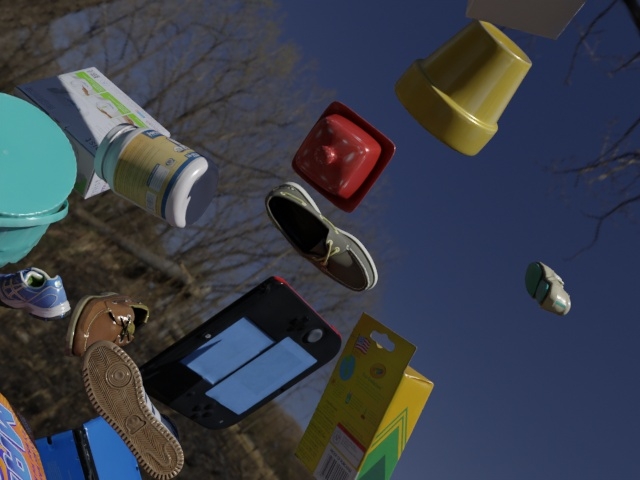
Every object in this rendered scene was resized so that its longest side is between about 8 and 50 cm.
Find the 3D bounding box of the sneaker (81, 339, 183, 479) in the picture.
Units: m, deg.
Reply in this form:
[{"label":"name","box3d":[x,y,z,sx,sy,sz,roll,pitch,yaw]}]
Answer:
[{"label":"sneaker","box3d":[-0.355,0.317,1.399,0.282,0.099,0.153,58,-13,1]}]

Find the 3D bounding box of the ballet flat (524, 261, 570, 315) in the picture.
[{"label":"ballet flat","box3d":[0.547,0.117,1.769,0.086,0.086,0.248,59,14,-10]}]

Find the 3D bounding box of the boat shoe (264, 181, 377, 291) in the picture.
[{"label":"boat shoe","box3d":[-0.003,0.003,1.595,0.305,0.109,0.091,46,23,2]}]

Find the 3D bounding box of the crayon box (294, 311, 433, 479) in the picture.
[{"label":"crayon box","box3d":[0.087,0.318,1.394,0.081,0.318,0.202,23,4,-30]}]

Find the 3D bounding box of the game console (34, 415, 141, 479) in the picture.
[{"label":"game console","box3d":[-0.639,0.637,2.000,0.173,0.250,0.293,-175,-110,-86]}]

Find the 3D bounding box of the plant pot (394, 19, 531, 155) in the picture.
[{"label":"plant pot","box3d":[0.339,-0.362,1.686,0.254,0.254,0.239,51,-61,17]}]

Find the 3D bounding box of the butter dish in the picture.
[{"label":"butter dish","box3d":[0.024,-0.151,1.329,0.160,0.160,0.118,40,17,15]}]

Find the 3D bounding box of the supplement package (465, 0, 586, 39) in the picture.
[{"label":"supplement package","box3d":[0.376,-0.533,1.276,0.177,0.293,0.175,14,-17,-3]}]

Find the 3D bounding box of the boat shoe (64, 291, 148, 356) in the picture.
[{"label":"boat shoe","box3d":[-0.433,0.167,1.528,0.307,0.104,0.111,-81,-178,-79]}]

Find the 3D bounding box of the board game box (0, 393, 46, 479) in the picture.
[{"label":"board game box","box3d":[-0.665,0.409,1.141,0.356,0.356,0.356,47,-17,45]}]

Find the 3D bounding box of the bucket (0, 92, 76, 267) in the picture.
[{"label":"bucket","box3d":[-0.564,-0.103,1.256,0.183,0.281,0.281,-36,-92,40]}]

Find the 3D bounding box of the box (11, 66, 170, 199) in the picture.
[{"label":"box","box3d":[-0.519,-0.250,1.661,0.262,0.231,0.127,40,-52,10]}]

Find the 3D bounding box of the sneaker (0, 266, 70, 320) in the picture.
[{"label":"sneaker","box3d":[-0.561,0.087,1.408,0.211,0.080,0.081,11,-68,22]}]

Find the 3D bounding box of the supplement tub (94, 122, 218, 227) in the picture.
[{"label":"supplement tub","box3d":[-0.310,-0.127,1.401,0.199,0.144,0.144,28,-24,14]}]

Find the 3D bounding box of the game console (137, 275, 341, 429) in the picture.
[{"label":"game console","box3d":[-0.166,0.262,1.621,0.060,0.386,0.342,59,7,37]}]
